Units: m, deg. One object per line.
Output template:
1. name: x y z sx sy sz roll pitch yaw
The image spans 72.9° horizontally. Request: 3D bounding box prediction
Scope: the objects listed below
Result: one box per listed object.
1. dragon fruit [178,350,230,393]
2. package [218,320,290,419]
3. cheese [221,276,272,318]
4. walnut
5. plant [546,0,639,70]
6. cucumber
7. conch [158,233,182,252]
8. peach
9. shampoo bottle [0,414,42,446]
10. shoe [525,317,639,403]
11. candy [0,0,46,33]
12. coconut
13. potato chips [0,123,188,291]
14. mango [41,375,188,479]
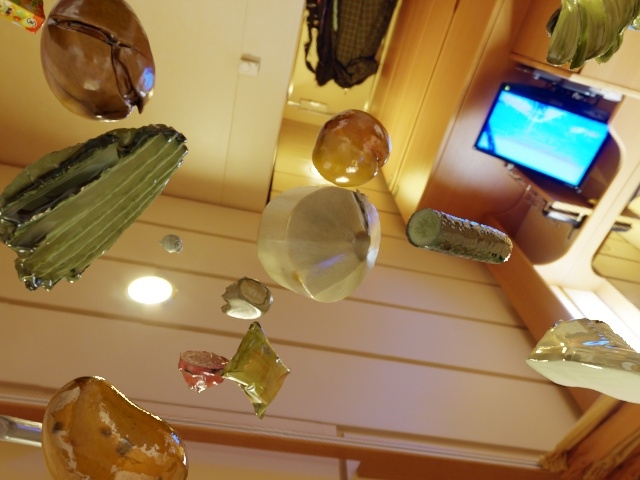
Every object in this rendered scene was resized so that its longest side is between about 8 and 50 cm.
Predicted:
1. dragon fruit: -0.334 0.387 1.231 0.153 0.110 0.153 11 -178 0
2. package: -0.158 0.339 1.123 0.090 0.226 0.168 2 -136 36
3. cheese: -0.271 0.214 1.539 0.175 0.203 0.091 37 -135 -30
4. walnut: -0.444 -0.387 0.866 0.209 0.209 0.335 -4 -121 -31
5. plant: 0.376 -0.403 0.639 0.298 0.261 0.305 -11 -113 17
6. cucumber: 0.122 0.001 0.351 0.133 0.032 0.032 12 -154 -40
7. conch: -0.478 0.008 1.401 0.085 0.056 0.076 31 174 33
8. peach: 0.056 -0.160 0.760 0.138 0.138 0.138 12 -150 -7
9. shampoo bottle: -0.538 0.362 0.813 0.080 0.165 0.040 2 -120 22
10. shoe: 0.402 0.158 0.637 0.095 0.110 0.265 36 167 4
11. candy: -0.523 -0.400 0.708 0.122 0.038 0.062 17 -136 -51
12. coconut: 0.000 0.000 1.103 0.324 0.322 0.322 12 -150 -7
13. potato chips: -0.422 -0.085 0.858 0.070 0.358 0.429 37 -118 3
14. mango: -0.228 0.234 0.479 0.178 0.090 0.115 46 -150 -16
